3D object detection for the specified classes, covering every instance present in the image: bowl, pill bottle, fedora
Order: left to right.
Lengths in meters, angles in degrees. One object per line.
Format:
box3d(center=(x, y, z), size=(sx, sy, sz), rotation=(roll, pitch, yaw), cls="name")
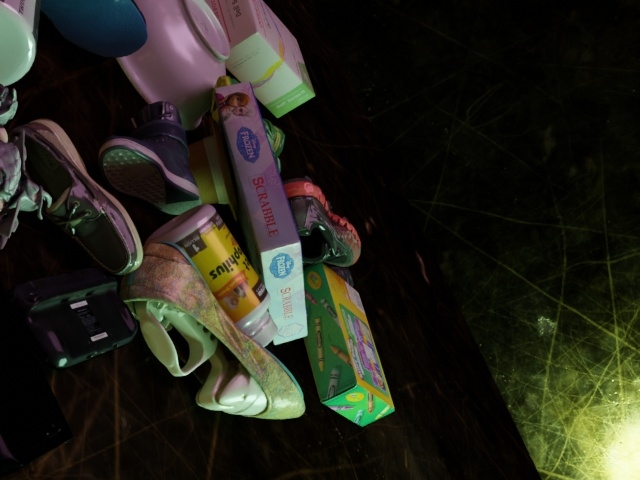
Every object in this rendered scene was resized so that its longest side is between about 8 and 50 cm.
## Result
box3d(center=(-0.405, -0.305, 1.127), size=(0.130, 0.130, 0.246), rotation=(47, 22, -43), cls="pill bottle")
box3d(center=(-0.256, -0.359, 1.677), size=(0.298, 0.134, 0.298), rotation=(55, 17, -25), cls="bowl")
box3d(center=(-0.188, -0.111, 1.528), size=(0.194, 0.079, 0.194), rotation=(167, -90, -84), cls="fedora")
box3d(center=(-0.151, 0.063, 1.339), size=(0.215, 0.117, 0.117), rotation=(58, 16, -14), cls="pill bottle")

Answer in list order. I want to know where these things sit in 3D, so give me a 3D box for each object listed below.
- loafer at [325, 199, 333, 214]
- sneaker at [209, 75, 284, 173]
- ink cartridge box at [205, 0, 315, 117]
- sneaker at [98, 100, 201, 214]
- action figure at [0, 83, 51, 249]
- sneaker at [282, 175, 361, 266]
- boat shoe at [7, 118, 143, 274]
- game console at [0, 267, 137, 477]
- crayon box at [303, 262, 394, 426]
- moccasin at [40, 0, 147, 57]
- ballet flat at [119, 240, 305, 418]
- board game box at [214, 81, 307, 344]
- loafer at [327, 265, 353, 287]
box3d(center=(-0.011, -0.017, 1.942), size=(0.095, 0.109, 0.302), rotation=(65, 13, -6), cls="loafer")
box3d(center=(-0.128, -0.202, 1.680), size=(0.295, 0.123, 0.109), rotation=(75, 17, -66), cls="sneaker")
box3d(center=(-0.162, -0.469, 2.170), size=(0.353, 0.119, 0.207), rotation=(39, 28, -54), cls="ink cartridge box")
box3d(center=(-0.263, -0.146, 1.374), size=(0.226, 0.086, 0.163), rotation=(41, 32, -64), cls="sneaker")
box3d(center=(-0.375, -0.108, 0.967), size=(0.285, 0.099, 0.185), rotation=(49, 15, -47), cls="action figure")
box3d(center=(-0.001, 0.000, 1.715), size=(0.276, 0.097, 0.135), rotation=(46, 31, -53), cls="sneaker")
box3d(center=(-0.304, -0.047, 1.128), size=(0.224, 0.080, 0.073), rotation=(56, 24, 0), cls="boat shoe")
box3d(center=(-0.291, 0.105, 0.977), size=(0.213, 0.044, 0.361), rotation=(65, 16, 2), cls="game console")
box3d(center=(0.039, 0.197, 1.780), size=(0.165, 0.081, 0.278), rotation=(42, 26, -51), cls="crayon box")
box3d(center=(-0.376, -0.397, 1.361), size=(0.342, 0.137, 0.117), rotation=(40, 23, -55), cls="moccasin")
box3d(center=(-0.148, 0.156, 1.245), size=(0.348, 0.123, 0.123), rotation=(55, 18, -28), cls="ballet flat")
box3d(center=(-0.096, -0.038, 1.536), size=(0.318, 0.065, 0.319), rotation=(89, -14, -60), cls="board game box")
box3d(center=(0.044, 0.130, 1.971), size=(0.061, 0.062, 0.170), rotation=(12, 45, -41), cls="loafer")
